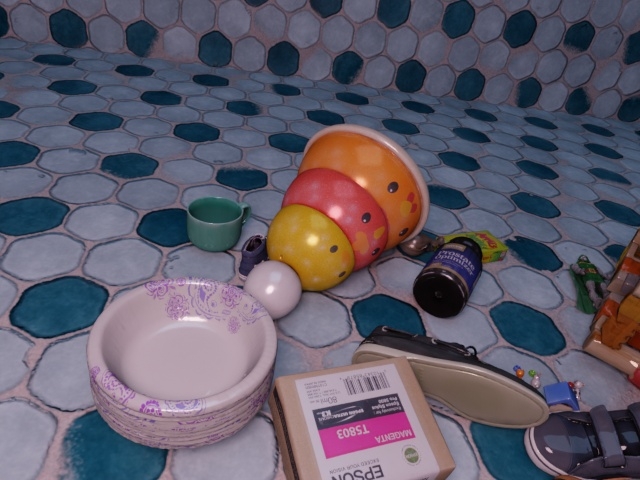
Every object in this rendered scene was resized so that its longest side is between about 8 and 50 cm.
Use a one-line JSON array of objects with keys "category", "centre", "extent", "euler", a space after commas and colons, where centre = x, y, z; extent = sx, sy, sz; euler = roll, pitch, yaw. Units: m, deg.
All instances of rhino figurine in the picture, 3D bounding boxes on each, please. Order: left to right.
[{"category": "rhino figurine", "centre": [0.219, -0.037, 1.349], "extent": [0.106, 0.073, 0.243], "euler": [-8, 36, -31]}]

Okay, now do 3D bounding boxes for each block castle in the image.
[{"category": "block castle", "centre": [0.765, 0.086, 1.032], "extent": [0.212, 0.303, 0.453], "euler": [31, 55, 22]}]

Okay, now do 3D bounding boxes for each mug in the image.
[{"category": "mug", "centre": [-0.241, -0.033, 1.184], "extent": [0.157, 0.098, 0.130], "euler": [1, 34, -16]}]

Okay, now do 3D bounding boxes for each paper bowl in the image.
[{"category": "paper bowl", "centre": [-0.216, 0.200, 0.794], "extent": [0.283, 0.148, 0.284], "euler": [8, 33, -5]}]

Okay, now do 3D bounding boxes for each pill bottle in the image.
[{"category": "pill bottle", "centre": [0.308, 0.076, 1.157], "extent": [0.122, 0.123, 0.219], "euler": [24, 35, 19]}]

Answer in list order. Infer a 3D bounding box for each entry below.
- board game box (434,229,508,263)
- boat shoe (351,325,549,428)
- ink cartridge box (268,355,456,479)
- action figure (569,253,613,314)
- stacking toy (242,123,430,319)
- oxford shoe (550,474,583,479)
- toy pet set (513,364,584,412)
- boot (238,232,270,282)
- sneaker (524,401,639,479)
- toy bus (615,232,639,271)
[{"category": "board game box", "centre": [0.407, 0.022, 1.340], "extent": [0.181, 0.043, 0.092], "euler": [-7, 37, -25]}, {"category": "boat shoe", "centre": [0.233, 0.233, 0.896], "extent": [0.339, 0.127, 0.113], "euler": [8, 33, 21]}, {"category": "ink cartridge box", "centre": [0.057, 0.294, 0.755], "extent": [0.234, 0.088, 0.193], "euler": [-4, 47, -22]}, {"category": "action figure", "centre": [0.713, 0.106, 1.292], "extent": [0.137, 0.064, 0.232], "euler": [11, 30, 4]}, {"category": "stacking toy", "centre": [0.000, 0.000, 1.102], "extent": [0.350, 0.351, 0.480], "euler": [25, 55, 21]}, {"category": "oxford shoe", "centre": [0.346, 0.401, 0.651], "extent": [0.098, 0.097, 0.271], "euler": [3, 6, 2]}, {"category": "toy pet set", "centre": [0.446, 0.278, 0.946], "extent": [0.122, 0.065, 0.114], "euler": [15, 33, 7]}, {"category": "boot", "centre": [-0.131, 0.016, 1.153], "extent": [0.069, 0.086, 0.190], "euler": [16, 34, 9]}, {"category": "sneaker", "centre": [0.512, 0.332, 0.818], "extent": [0.320, 0.128, 0.126], "euler": [7, 46, -4]}, {"category": "toy bus", "centre": [0.934, 0.075, 1.348], "extent": [0.220, 0.150, 0.211], "euler": [28, 21, 20]}]
